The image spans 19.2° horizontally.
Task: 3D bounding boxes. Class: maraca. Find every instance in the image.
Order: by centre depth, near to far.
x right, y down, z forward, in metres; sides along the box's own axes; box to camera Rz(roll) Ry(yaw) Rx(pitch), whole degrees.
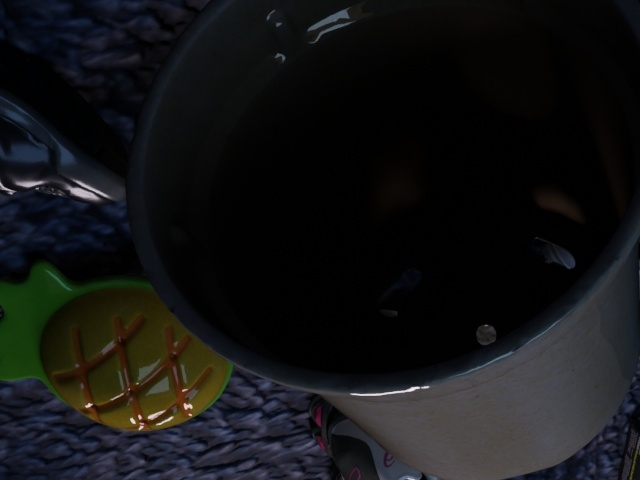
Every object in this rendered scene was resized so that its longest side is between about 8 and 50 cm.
[{"bbox_3d":[-0.153,0.075,1.354,0.185,0.099,0.127,18,116,-13],"label":"maraca"}]

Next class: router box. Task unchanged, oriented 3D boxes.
[{"bbox_3d":[0.346,0.209,1.858,0.092,0.038,0.122,-17,140,-15],"label":"router box"}]

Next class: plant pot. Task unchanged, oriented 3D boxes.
[{"bbox_3d":[0.082,0.004,1.245,0.333,0.334,0.305,-30,148,1],"label":"plant pot"}]

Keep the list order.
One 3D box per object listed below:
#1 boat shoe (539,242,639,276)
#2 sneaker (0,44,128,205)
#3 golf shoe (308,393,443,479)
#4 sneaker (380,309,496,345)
[{"bbox_3d":[0.283,0.028,1.580,0.227,0.079,0.081,17,128,-39],"label":"boat shoe"},{"bbox_3d":[-0.227,-0.058,1.164,0.227,0.087,0.130,22,122,-42],"label":"sneaker"},{"bbox_3d":[0.064,0.218,1.630,0.105,0.120,0.273,-30,144,-1],"label":"golf shoe"},{"bbox_3d":[0.126,0.081,1.540,0.123,0.106,0.290,-52,145,13],"label":"sneaker"}]
